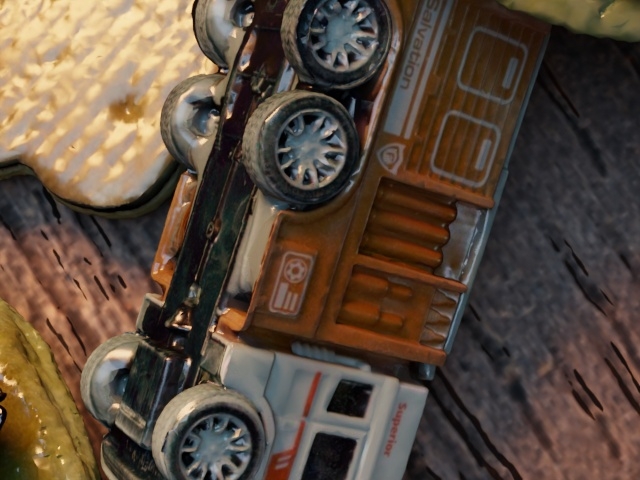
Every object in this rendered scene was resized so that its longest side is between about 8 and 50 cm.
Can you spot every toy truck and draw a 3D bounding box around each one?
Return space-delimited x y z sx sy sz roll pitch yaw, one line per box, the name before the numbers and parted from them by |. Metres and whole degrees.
toy truck | 0.000 0.000 0.774 0.162 0.136 0.305 16 93 -28

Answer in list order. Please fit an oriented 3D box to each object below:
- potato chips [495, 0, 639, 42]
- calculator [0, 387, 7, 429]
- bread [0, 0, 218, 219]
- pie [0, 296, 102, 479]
potato chips | 0.085 -0.250 0.772 0.429 0.070 0.358 17 44 6
calculator | -0.284 0.100 0.780 0.274 0.028 0.166 24 86 30
bread | -0.097 -0.124 0.864 0.207 0.056 0.286 43 88 9
pie | -0.240 0.140 0.803 0.277 0.078 0.277 -4 79 19
